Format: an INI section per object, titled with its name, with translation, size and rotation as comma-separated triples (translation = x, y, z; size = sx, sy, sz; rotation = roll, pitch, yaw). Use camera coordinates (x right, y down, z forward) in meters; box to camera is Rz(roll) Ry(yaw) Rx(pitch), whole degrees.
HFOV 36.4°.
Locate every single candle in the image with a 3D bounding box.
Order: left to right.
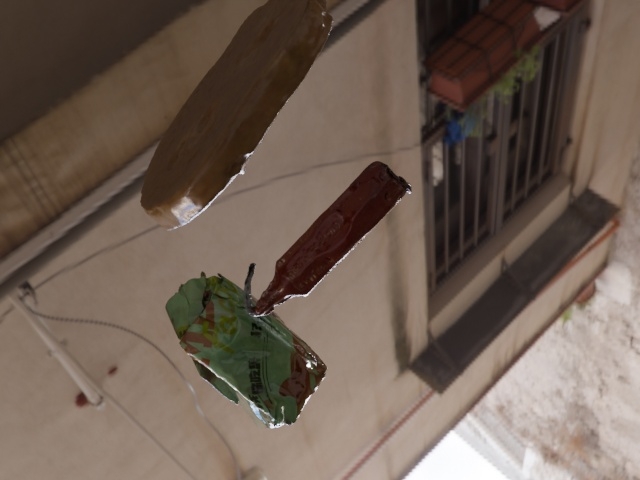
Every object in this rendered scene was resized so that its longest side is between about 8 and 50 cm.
[candle]
translation = 0.000, 0.000, 0.766
size = 0.162, 0.053, 0.048
rotation = -45, -78, -1

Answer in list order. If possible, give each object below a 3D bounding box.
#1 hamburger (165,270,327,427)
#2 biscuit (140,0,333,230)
[hamburger]
translation = -0.098, 0.131, 1.223
size = 0.125, 0.235, 0.214
rotation = -41, -89, -4
[biscuit]
translation = -0.112, -0.172, 1.267
size = 0.365, 0.062, 0.385
rotation = -55, -161, 6
